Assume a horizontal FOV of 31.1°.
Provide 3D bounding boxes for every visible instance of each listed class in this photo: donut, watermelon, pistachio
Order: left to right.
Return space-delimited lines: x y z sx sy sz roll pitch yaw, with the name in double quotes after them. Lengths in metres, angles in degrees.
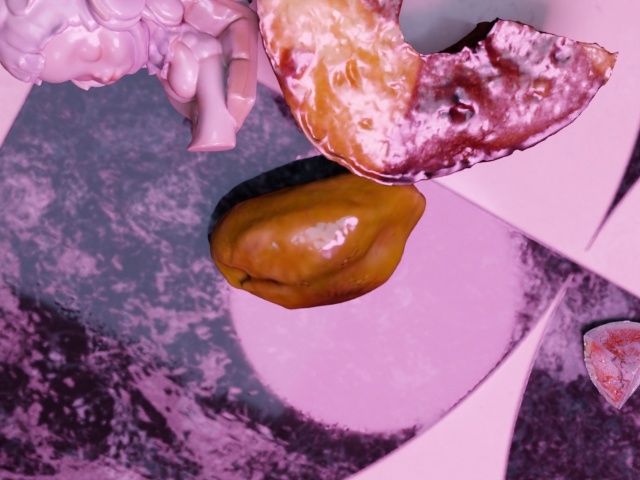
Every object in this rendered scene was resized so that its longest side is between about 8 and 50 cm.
0.002 -0.001 0.965 0.189 0.110 0.100 -12 71 -4 "pistachio"
0.076 -0.128 0.947 0.295 0.112 0.151 12 107 -11 "donut"
0.285 0.109 1.046 0.085 0.061 0.085 0 105 1 "watermelon"

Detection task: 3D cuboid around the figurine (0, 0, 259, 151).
-0.166 -0.155 0.888 0.236 0.162 0.141 18 69 -22 "figurine"
